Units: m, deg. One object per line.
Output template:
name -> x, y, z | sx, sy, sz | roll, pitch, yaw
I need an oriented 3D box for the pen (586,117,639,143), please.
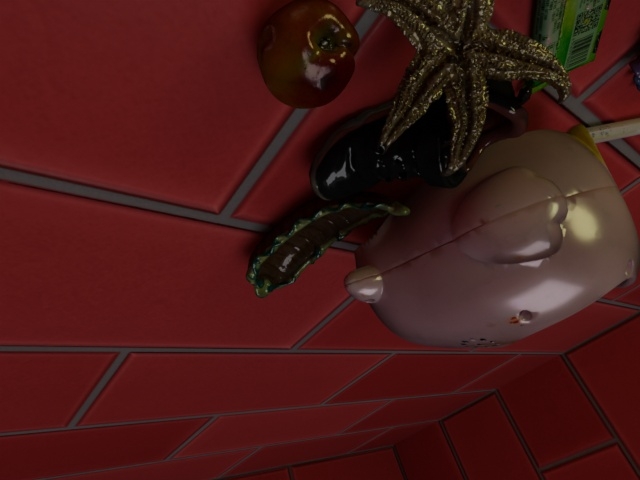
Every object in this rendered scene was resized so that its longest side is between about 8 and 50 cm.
pen -> 0.538, -0.193, 0.769 | 0.269, 0.033, 0.033 | -13, 146, -12

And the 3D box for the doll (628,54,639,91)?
doll -> 0.498, -0.255, 0.636 | 0.110, 0.067, 0.206 | -29, 157, 27

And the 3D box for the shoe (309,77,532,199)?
shoe -> 0.126, -0.115, 0.566 | 0.291, 0.137, 0.114 | -30, 145, 15

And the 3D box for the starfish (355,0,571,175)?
starfish -> 0.141, -0.182, 0.458 | 0.240, 0.043, 0.227 | 17, 109, -4

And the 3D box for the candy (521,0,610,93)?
candy -> 0.299, -0.260, 0.550 | 0.102, 0.032, 0.178 | -21, 148, 7

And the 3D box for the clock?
clock -> 0.247, 0.031, 0.689 | 0.376, 0.250, 0.368 | -25, 163, 15

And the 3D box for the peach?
peach -> -0.015, -0.181, 0.444 | 0.101, 0.101, 0.101 | -14, 146, -10

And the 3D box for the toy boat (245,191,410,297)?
toy boat -> 0.000, -0.011, 0.686 | 0.293, 0.099, 0.108 | -32, 147, 30
